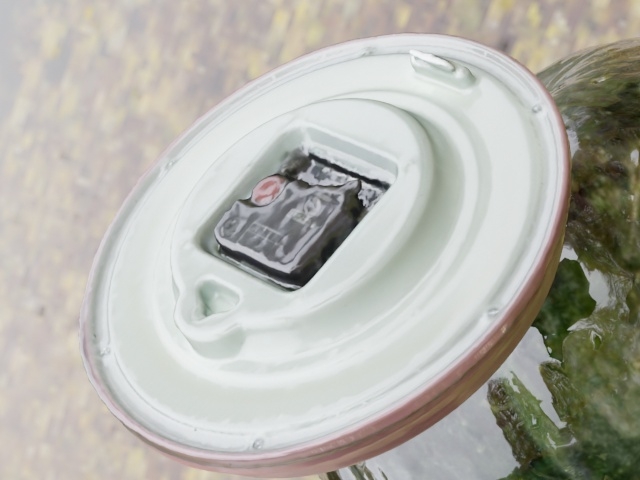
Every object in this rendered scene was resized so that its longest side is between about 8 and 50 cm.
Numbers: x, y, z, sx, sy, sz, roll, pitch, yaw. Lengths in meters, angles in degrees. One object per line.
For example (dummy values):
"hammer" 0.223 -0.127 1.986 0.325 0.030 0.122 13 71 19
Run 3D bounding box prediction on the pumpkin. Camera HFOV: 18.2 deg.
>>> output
"pumpkin" 0.193 0.053 1.450 0.454 0.344 0.454 -33 6 4

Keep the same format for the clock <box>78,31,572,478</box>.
"clock" 0.000 -0.001 0.901 0.244 0.056 0.244 -18 46 20
